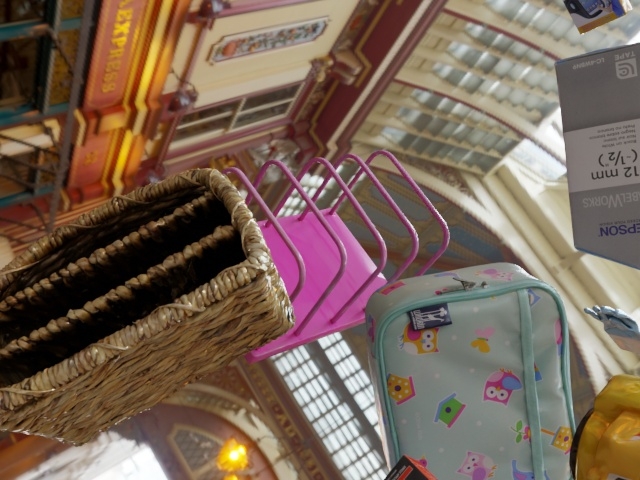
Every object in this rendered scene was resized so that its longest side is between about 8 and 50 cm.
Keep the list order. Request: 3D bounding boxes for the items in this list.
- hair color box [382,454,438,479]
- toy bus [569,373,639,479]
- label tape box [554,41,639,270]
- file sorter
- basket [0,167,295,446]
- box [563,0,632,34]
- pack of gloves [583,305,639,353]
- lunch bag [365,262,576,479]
[{"bbox_3d":[0.103,0.256,0.564,0.141,0.072,0.043,38,-4,37],"label":"hair color box"},{"bbox_3d":[0.190,0.224,0.403,0.149,0.211,0.220,17,-55,52],"label":"toy bus"},{"bbox_3d":[0.406,-0.052,0.887,0.115,0.249,0.347,-5,-94,33],"label":"label tape box"},{"bbox_3d":[0.000,0.000,0.922,0.202,0.291,0.182,55,-47,23],"label":"file sorter"},{"bbox_3d":[-0.202,0.043,0.682,0.213,0.299,0.223,60,-5,21],"label":"basket"},{"bbox_3d":[0.409,-0.395,1.039,0.136,0.028,0.081,53,-32,-15],"label":"box"},{"bbox_3d":[0.581,0.154,1.163,0.195,0.046,0.232,12,-17,47],"label":"pack of gloves"},{"bbox_3d":[0.172,0.165,0.759,0.108,0.224,0.279,-107,-172,-77],"label":"lunch bag"}]
